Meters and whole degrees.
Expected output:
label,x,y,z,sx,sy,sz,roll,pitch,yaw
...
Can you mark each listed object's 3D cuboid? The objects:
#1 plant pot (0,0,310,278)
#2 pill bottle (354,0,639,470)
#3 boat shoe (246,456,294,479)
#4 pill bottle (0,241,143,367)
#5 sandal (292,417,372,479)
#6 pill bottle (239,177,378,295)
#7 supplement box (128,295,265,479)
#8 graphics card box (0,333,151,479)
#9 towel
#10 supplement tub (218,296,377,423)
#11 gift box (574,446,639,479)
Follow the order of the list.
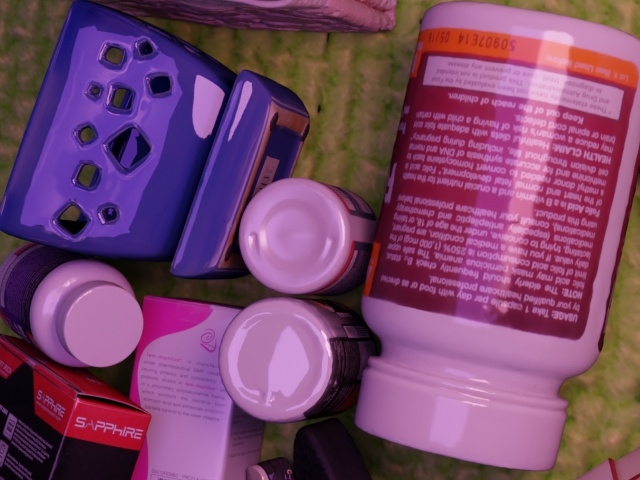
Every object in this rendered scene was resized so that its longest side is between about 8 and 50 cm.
label,x,y,z,sx,sy,sz,roll,pitch,yaw
plant pot,-0.146,-0.080,1.612,0.212,0.236,0.236,20,92,11
pill bottle,0.162,-0.003,1.514,0.224,0.224,0.392,12,90,17
boat shoe,-0.039,0.280,1.645,0.049,0.042,0.133,10,112,55
pill bottle,-0.246,0.065,1.642,0.108,0.193,0.108,-5,102,-26
sandal,0.096,0.337,1.495,0.107,0.167,0.445,-12,51,-18
pill bottle,0.000,0.000,1.584,0.108,0.180,0.108,-1,86,17
supplement box,-0.121,0.170,1.647,0.111,0.114,0.220,9,91,18
graphics card box,-0.303,0.300,1.643,0.233,0.094,0.371,21,93,57
towel,-0.124,-0.238,1.564,0.332,0.317,0.053,8,94,17
supplement tub,-0.014,0.112,1.577,0.117,0.190,0.117,-1,86,16
gift box,0.364,0.287,1.430,0.258,0.276,0.255,-33,91,9
